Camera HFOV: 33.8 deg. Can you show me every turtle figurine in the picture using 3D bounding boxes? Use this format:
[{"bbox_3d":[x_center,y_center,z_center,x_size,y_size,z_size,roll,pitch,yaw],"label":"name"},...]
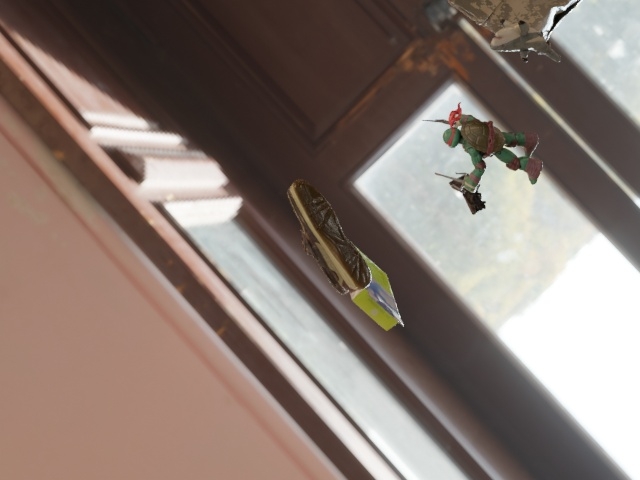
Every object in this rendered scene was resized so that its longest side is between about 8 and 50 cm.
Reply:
[{"bbox_3d":[0.318,-0.183,2.080,0.118,0.234,0.175,125,-28,-66],"label":"turtle figurine"}]

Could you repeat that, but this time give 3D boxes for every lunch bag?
[{"bbox_3d":[0.457,-0.579,2.279,0.213,0.256,0.305,-60,-173,-32],"label":"lunch bag"}]

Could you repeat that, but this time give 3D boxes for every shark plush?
[{"bbox_3d":[0.405,-0.386,2.083,0.161,0.073,0.067,14,96,-40],"label":"shark plush"}]

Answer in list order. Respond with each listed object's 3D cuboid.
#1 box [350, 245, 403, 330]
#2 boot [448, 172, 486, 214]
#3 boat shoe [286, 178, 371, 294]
[{"bbox_3d":[0.097,0.095,2.021,0.042,0.109,0.178,-40,-151,15],"label":"box"},{"bbox_3d":[0.368,-0.114,2.623,0.045,0.099,0.121,-28,-178,-8],"label":"boot"},{"bbox_3d":[0.001,0.000,1.846,0.073,0.224,0.080,-32,-176,35],"label":"boat shoe"}]
